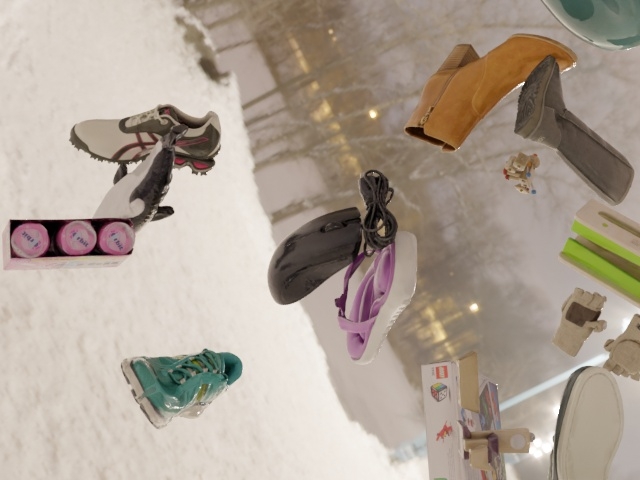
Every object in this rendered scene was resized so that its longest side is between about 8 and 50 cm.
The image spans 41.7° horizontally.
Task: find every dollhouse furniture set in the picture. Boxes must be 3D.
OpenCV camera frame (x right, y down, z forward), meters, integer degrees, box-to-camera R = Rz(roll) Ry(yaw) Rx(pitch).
[{"bbox_3d":[0.191,0.176,0.890,0.091,0.081,0.114,94,-6,-88],"label":"dollhouse furniture set"}]

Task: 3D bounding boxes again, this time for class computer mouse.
[{"bbox_3d":[0.000,0.000,1.364,0.072,0.272,0.189,38,27,-27],"label":"computer mouse"}]

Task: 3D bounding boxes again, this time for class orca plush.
[{"bbox_3d":[-0.304,-0.085,1.506,0.102,0.287,0.151,21,25,-35],"label":"orca plush"}]

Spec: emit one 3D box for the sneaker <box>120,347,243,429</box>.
[{"bbox_3d":[-0.189,0.188,1.171,0.107,0.110,0.275,59,8,11],"label":"sneaker"}]

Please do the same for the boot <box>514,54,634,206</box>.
[{"bbox_3d":[0.413,-0.176,1.340,0.208,0.190,0.076,27,-29,-11],"label":"boot"}]

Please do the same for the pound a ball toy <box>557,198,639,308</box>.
[{"bbox_3d":[0.680,0.016,1.722,0.319,0.135,0.208,33,-47,26],"label":"pound a ball toy"}]

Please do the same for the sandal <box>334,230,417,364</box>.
[{"bbox_3d":[0.077,0.092,1.488,0.416,0.102,0.169,111,-14,-60],"label":"sandal"}]

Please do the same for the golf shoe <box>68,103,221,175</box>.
[{"bbox_3d":[-0.315,-0.202,1.533,0.105,0.272,0.120,-103,-156,-45],"label":"golf shoe"}]

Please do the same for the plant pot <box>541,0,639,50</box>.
[{"bbox_3d":[0.508,-0.472,1.439,0.235,0.293,0.293,50,11,-27],"label":"plant pot"}]

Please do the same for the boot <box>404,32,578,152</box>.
[{"bbox_3d":[0.290,-0.248,1.476,0.104,0.211,0.295,37,-15,-35],"label":"boot"}]

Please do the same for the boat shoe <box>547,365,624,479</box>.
[{"bbox_3d":[0.374,0.321,1.256,0.099,0.116,0.320,-145,-134,-59],"label":"boat shoe"}]

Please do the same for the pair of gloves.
[{"bbox_3d":[0.698,0.227,2.059,0.240,0.042,0.204,27,-50,27],"label":"pair of gloves"}]

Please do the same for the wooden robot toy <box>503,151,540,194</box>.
[{"bbox_3d":[0.474,-0.175,1.956,0.076,0.079,0.173,24,-12,28],"label":"wooden robot toy"}]

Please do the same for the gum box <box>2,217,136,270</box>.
[{"bbox_3d":[-0.386,0.006,1.296,0.107,0.188,0.062,-23,-109,62],"label":"gum box"}]

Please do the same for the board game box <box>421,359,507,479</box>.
[{"bbox_3d":[0.214,0.339,1.202,0.193,0.053,0.306,31,52,-54],"label":"board game box"}]
